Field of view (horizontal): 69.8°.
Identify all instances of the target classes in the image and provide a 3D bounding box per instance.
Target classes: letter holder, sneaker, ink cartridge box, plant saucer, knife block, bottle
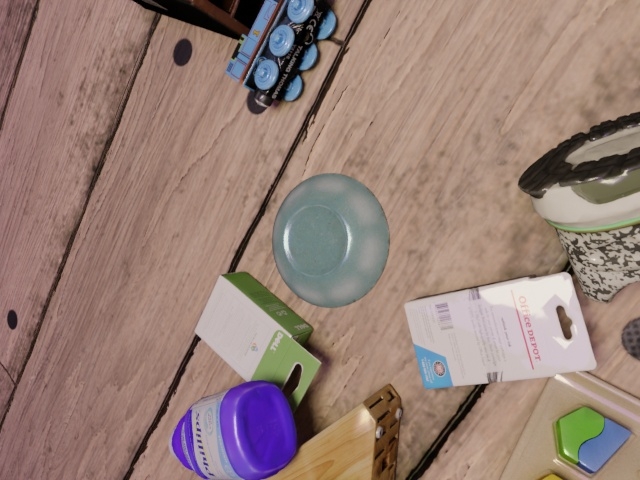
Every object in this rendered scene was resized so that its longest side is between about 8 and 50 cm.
[{"bbox_3d":[-0.204,-0.462,0.700,0.302,0.152,0.214,30,103,27],"label":"letter holder"},{"bbox_3d":[0.400,-0.042,0.386,0.410,0.158,0.182,-13,115,28],"label":"sneaker"},{"bbox_3d":[0.198,0.101,0.517,0.180,0.060,0.104,-16,81,30],"label":"ink cartridge box"},{"bbox_3d":[0.000,0.000,0.647,0.195,0.037,0.195,0,89,31],"label":"plant saucer"},{"bbox_3d":[-0.023,0.319,0.631,0.242,0.088,0.276,6,94,30],"label":"knife block"},{"bbox_3d":[-0.143,0.279,0.659,0.283,0.092,0.118,-33,69,48],"label":"bottle"},{"bbox_3d":[-0.083,0.149,0.680,0.209,0.062,0.109,35,107,25],"label":"ink cartridge box"}]

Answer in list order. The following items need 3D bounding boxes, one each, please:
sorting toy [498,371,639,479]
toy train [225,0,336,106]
[{"bbox_3d":[0.280,0.250,0.433,0.193,0.038,0.208,28,72,27],"label":"sorting toy"},{"bbox_3d":[-0.057,-0.286,0.657,0.105,0.080,0.184,41,110,30],"label":"toy train"}]
